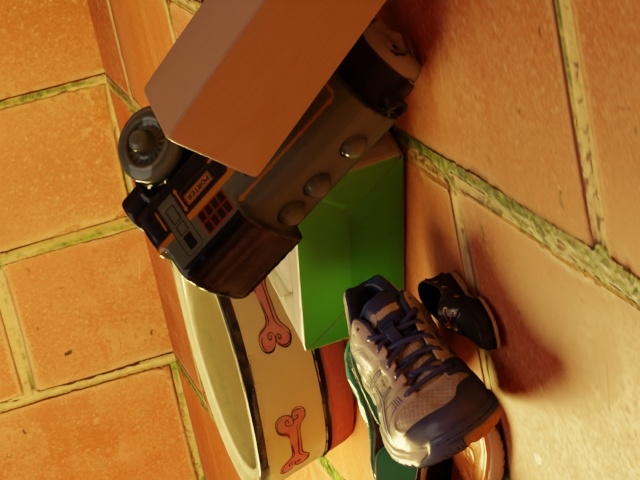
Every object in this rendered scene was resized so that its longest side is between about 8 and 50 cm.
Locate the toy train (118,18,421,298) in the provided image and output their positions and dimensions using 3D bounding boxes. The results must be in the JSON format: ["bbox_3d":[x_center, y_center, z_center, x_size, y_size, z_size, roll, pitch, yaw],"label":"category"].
[{"bbox_3d":[-0.048,-0.102,1.707,0.142,0.334,0.190,20,-151,-55],"label":"toy train"}]

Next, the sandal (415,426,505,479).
[{"bbox_3d":[0.131,0.251,1.826,0.265,0.076,0.102,88,162,-48],"label":"sandal"}]

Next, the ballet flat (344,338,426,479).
[{"bbox_3d":[0.090,0.210,1.998,0.087,0.083,0.247,-24,-82,-78],"label":"ballet flat"}]

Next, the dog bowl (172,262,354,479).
[{"bbox_3d":[-0.079,0.128,2.444,0.408,0.150,0.408,164,90,-79],"label":"dog bowl"}]

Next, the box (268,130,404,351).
[{"bbox_3d":[-0.005,-0.061,1.930,0.262,0.126,0.231,87,160,-49],"label":"box"}]

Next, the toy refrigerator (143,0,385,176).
[{"bbox_3d":[-0.032,-0.197,1.555,0.269,0.102,0.094,-54,37,19],"label":"toy refrigerator"}]

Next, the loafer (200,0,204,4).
[{"bbox_3d":[-0.082,-0.277,2.017,0.319,0.111,0.112,120,133,-73],"label":"loafer"}]

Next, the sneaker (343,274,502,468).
[{"bbox_3d":[0.078,0.119,1.731,0.131,0.112,0.296,62,174,-16],"label":"sneaker"}]

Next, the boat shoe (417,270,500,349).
[{"bbox_3d":[0.130,0.070,1.684,0.133,0.042,0.049,-131,29,-60],"label":"boat shoe"}]
